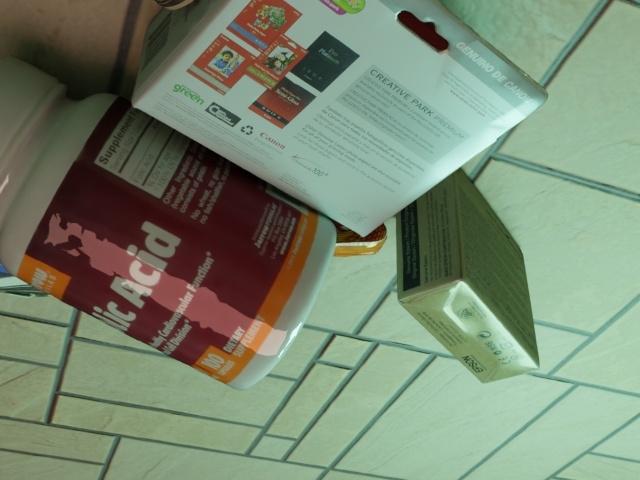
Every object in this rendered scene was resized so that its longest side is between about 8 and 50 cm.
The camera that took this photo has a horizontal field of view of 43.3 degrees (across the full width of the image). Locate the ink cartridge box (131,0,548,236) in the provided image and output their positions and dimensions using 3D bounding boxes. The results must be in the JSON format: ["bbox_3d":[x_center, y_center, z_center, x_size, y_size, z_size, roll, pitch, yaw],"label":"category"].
[{"bbox_3d":[0.022,-0.177,0.804,0.309,0.130,0.272,29,132,-31],"label":"ink cartridge box"}]

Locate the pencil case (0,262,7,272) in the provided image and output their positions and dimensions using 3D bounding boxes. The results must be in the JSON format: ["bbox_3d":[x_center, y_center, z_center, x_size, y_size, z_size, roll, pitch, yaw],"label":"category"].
[{"bbox_3d":[-0.363,-0.010,0.999,0.306,0.133,0.119,15,137,-19],"label":"pencil case"}]

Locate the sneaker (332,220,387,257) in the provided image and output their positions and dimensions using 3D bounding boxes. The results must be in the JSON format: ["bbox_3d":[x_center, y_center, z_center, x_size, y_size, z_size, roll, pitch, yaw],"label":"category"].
[{"bbox_3d":[0.000,0.000,1.070,0.175,0.064,0.067,6,150,-3],"label":"sneaker"}]

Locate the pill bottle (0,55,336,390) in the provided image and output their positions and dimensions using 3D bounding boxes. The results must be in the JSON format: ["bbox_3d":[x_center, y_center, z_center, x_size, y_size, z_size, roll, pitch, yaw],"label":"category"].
[{"bbox_3d":[-0.201,-0.019,0.878,0.392,0.224,0.224,29,133,-12],"label":"pill bottle"}]

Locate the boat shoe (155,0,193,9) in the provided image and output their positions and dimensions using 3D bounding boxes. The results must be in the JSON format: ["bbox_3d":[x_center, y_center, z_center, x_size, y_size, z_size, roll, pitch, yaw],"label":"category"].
[{"bbox_3d":[-0.105,-0.258,0.690,0.152,0.056,0.049,-38,161,33],"label":"boat shoe"}]

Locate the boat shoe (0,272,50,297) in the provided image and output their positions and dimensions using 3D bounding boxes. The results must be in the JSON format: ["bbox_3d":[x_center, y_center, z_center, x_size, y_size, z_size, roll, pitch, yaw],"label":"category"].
[{"bbox_3d":[-0.418,0.047,1.108,0.219,0.077,0.070,5,139,-9],"label":"boat shoe"}]

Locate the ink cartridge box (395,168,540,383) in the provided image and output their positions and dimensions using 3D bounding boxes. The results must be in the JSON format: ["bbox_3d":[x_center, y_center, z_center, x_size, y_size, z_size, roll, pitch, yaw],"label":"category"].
[{"bbox_3d":[0.185,0.042,1.018,0.088,0.193,0.235,-22,135,27],"label":"ink cartridge box"}]
